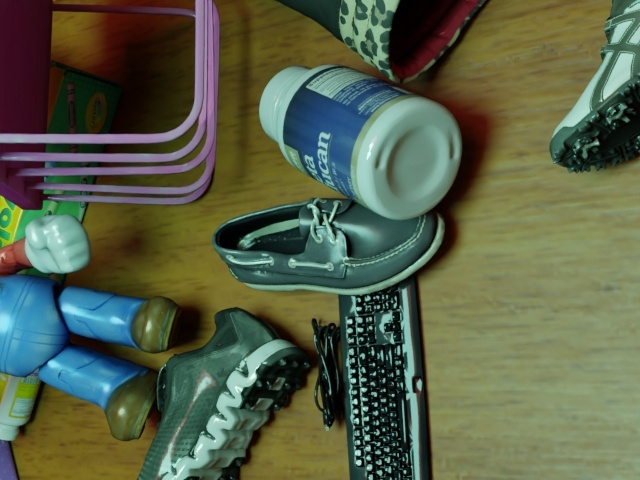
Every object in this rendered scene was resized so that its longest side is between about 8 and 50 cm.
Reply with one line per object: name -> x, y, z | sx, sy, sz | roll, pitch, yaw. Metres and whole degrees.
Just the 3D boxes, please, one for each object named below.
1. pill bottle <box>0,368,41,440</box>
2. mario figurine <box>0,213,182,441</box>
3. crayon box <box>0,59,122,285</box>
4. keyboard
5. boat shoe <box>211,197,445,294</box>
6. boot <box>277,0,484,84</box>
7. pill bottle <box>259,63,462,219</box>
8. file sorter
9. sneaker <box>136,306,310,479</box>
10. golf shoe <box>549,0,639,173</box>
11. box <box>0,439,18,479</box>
pill bottle -> -0.311, 0.158, 1.082 | 0.043, 0.043, 0.083 | 23, 97, 34
mario figurine -> -0.295, 0.079, 0.933 | 0.321, 0.170, 0.198 | 15, 60, 0
crayon box -> -0.322, -0.055, 1.092 | 0.165, 0.081, 0.278 | 22, 97, 34
keyboard -> 0.033, 0.119, 0.856 | 0.100, 0.038, 0.192 | -10, 78, 33
boat shoe -> 0.000, 0.000, 0.866 | 0.206, 0.065, 0.075 | -8, 58, 35
boot -> 0.045, -0.335, 0.840 | 0.284, 0.138, 0.377 | 42, 111, 32
pill bottle -> 0.024, -0.085, 0.841 | 0.169, 0.094, 0.094 | 32, 103, 49
file sorter -> -0.175, -0.141, 0.857 | 0.182, 0.290, 0.202 | 1, 84, -3
sneaker -> -0.108, 0.154, 0.928 | 0.234, 0.078, 0.106 | -54, 55, 15
golf shoe -> 0.227, -0.133, 0.740 | 0.198, 0.077, 0.094 | -44, 51, 14
box -> -0.464, 0.225, 1.171 | 0.293, 0.057, 0.201 | -30, 68, 28
